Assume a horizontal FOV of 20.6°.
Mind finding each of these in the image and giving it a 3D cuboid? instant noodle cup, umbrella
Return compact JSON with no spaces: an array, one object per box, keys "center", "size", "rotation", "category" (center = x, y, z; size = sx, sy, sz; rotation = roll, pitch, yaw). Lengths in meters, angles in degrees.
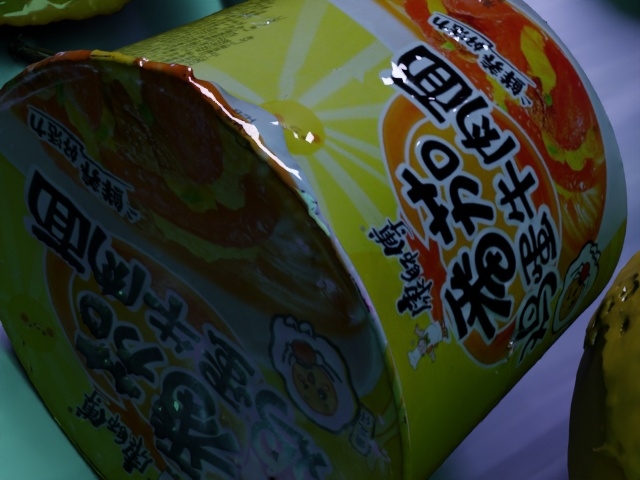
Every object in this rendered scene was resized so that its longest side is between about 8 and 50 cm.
[{"center":[0.000,0.000,0.797],"size":[0.200,0.264,0.264],"rotation":[-33,84,-38],"category":"instant noodle cup"},{"center":[-0.120,-0.084,0.898],"size":[0.083,0.031,0.020],"rotation":[28,94,-7],"category":"umbrella"}]

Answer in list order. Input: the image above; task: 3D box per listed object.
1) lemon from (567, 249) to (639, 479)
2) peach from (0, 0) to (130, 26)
[{"center":[0.254,0.107,0.823],"size":[0.297,0.297,0.297],"rotation":[8,67,-19],"category":"lemon"},{"center":[-0.159,-0.193,0.835],"size":[0.226,0.196,0.190],"rotation":[36,94,-2],"category":"peach"}]
